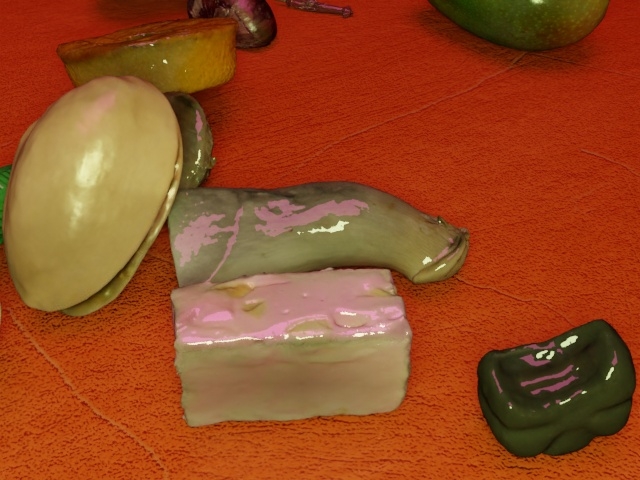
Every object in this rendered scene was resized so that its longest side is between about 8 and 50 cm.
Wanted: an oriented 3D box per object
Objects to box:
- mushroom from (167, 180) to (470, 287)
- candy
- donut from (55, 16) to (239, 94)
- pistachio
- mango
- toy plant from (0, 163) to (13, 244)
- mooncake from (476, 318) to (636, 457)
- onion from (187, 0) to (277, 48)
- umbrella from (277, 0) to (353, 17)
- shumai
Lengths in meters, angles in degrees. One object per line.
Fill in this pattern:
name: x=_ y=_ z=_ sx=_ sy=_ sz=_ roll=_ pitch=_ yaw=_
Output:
mushroom: x=0.001 y=0.000 z=1.174 sx=0.397 sy=0.126 sz=0.177 roll=-8 pitch=53 yaw=-11
candy: x=-0.036 y=0.121 z=1.011 sx=0.265 sy=0.155 sz=0.115 roll=-3 pitch=45 yaw=-5
donut: x=-0.273 y=-0.290 z=1.435 sx=0.303 sy=0.110 sz=0.303 roll=-8 pitch=19 yaw=3
pistachio: x=-0.287 y=-0.058 z=1.118 sx=0.214 sy=0.317 sz=0.193 roll=16 pitch=0 yaw=19
mango: x=0.351 y=-0.473 z=1.658 sx=0.382 sy=0.201 sz=0.225 roll=19 pitch=54 yaw=22
toy plant: x=-0.433 y=-0.040 z=1.182 sx=0.088 sy=0.154 sz=0.240 roll=36 pitch=39 yaw=-1
mooncake: x=0.262 y=0.162 z=0.971 sx=0.168 sy=0.175 sz=0.104 roll=32 pitch=26 yaw=-31
onion: x=-0.165 y=-0.452 z=1.688 sx=0.206 sy=0.098 sz=0.151 roll=24 pitch=48 yaw=23
umbrella: x=-0.014 y=-0.475 z=1.776 sx=0.165 sy=0.025 sz=0.027 roll=13 pitch=26 yaw=8
shumai: x=-0.218 y=-0.124 z=1.315 sx=0.201 sy=0.201 sz=0.120 roll=40 pitch=14 yaw=34
